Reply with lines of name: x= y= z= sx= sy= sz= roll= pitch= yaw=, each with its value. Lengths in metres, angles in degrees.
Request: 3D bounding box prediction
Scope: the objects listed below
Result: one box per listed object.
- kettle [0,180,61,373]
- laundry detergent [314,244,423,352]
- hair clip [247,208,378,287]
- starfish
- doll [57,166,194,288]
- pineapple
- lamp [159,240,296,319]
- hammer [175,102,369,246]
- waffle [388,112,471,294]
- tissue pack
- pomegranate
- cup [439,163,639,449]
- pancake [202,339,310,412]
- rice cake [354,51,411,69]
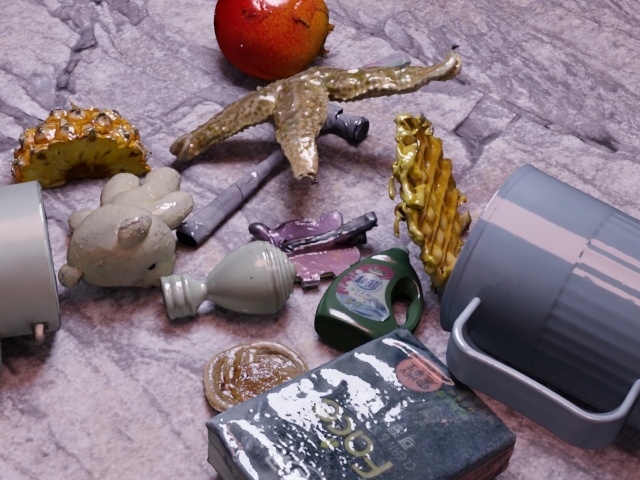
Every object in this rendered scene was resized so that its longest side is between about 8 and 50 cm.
kettle: x=-0.507 y=0.070 z=1.426 sx=0.318 sy=0.265 sz=0.205 roll=-8 pitch=7 yaw=-15
laundry detergent: x=0.087 y=0.079 z=1.554 sx=0.137 sy=0.063 sz=0.211 roll=24 pitch=43 yaw=16
hair clip: x=0.001 y=0.006 z=1.640 sx=0.187 sy=0.056 sz=0.146 roll=-19 pitch=48 yaw=-13
starfish: x=-0.026 y=-0.204 z=1.709 sx=0.432 sy=0.082 sz=0.324 roll=5 pitch=37 yaw=39
doll: x=-0.272 y=-0.020 z=1.600 sx=0.149 sy=0.175 sz=0.278 roll=43 pitch=26 yaw=-20
pineapple: x=-0.374 y=-0.154 z=1.707 sx=0.233 sy=0.135 sz=0.079 roll=-11 pitch=45 yaw=-19
lamp: x=-0.128 y=0.064 z=1.525 sx=0.193 sy=0.106 sz=0.106 roll=-14 pitch=44 yaw=-5
hammer: x=-0.084 y=-0.114 z=1.763 sx=0.152 sy=0.044 sz=0.427 roll=24 pitch=45 yaw=20
waffle: x=0.169 y=-0.061 z=1.613 sx=0.060 sy=0.262 sz=0.280 roll=-17 pitch=77 yaw=23
tissue pack: x=0.048 y=0.255 z=1.320 sx=0.315 sy=0.103 sz=0.228 roll=-23 pitch=48 yaw=-29
pomegranate: x=-0.080 y=-0.389 z=1.956 sx=0.235 sy=0.210 sz=0.210 roll=10 pitch=29 yaw=-48
cup: x=0.341 y=0.082 z=1.407 sx=0.311 sy=0.257 sz=0.331 roll=28 pitch=17 yaw=21
pancake: x=-0.084 y=0.187 z=1.440 sx=0.151 sy=0.025 sz=0.152 roll=4 pitch=42 yaw=-4
rice cake: x=0.079 y=-0.304 z=1.999 sx=0.207 sy=0.033 sz=0.033 roll=-23 pitch=59 yaw=-27
